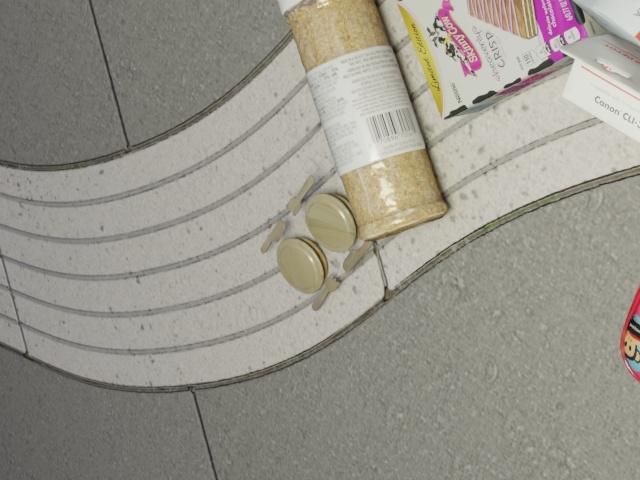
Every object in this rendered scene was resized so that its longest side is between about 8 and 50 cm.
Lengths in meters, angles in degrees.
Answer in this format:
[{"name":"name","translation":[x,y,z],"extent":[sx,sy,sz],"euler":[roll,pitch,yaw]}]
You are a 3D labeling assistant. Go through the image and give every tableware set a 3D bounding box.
[{"name":"tableware set","translation":[0.000,0.000,1.803],"extent":[0.128,0.039,0.194],"euler":[48,139,10]}]

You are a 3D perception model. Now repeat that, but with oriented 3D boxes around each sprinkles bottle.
[{"name":"sprinkles bottle","translation":[0.049,-0.181,1.629],"extent":[0.121,0.121,0.356],"euler":[-21,86,48]}]

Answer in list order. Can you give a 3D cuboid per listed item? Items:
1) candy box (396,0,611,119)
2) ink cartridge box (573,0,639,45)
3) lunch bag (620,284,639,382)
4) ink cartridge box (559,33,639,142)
[{"name":"candy box","translation":[0.209,-0.253,1.476],"extent":[0.233,0.071,0.159],"euler":[-26,83,48]},{"name":"ink cartridge box","translation":[0.339,-0.267,1.196],"extent":[0.066,0.232,0.189],"euler":[38,100,-12]},{"name":"lunch bag","translation":[0.463,0.080,1.283],"extent":[0.293,0.120,0.258],"euler":[34,121,34]},{"name":"ink cartridge box","translation":[0.324,-0.154,1.289],"extent":[0.115,0.198,0.067],"euler":[37,126,34]}]
